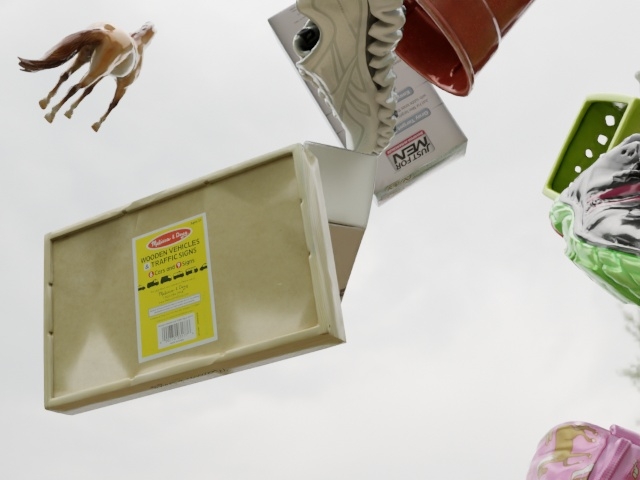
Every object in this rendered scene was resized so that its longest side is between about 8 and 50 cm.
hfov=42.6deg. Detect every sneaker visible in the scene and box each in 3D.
[{"bbox_3d":[0.393,-0.031,0.939,0.185,0.483,0.202,30,-74,-8],"label":"sneaker"},{"bbox_3d":[0.030,-0.201,0.944,0.118,0.110,0.292,-9,-34,-3],"label":"sneaker"}]

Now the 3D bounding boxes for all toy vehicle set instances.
[{"bbox_3d":[-0.117,0.036,0.686,0.267,0.165,0.035,-17,-26,20],"label":"toy vehicle set"}]

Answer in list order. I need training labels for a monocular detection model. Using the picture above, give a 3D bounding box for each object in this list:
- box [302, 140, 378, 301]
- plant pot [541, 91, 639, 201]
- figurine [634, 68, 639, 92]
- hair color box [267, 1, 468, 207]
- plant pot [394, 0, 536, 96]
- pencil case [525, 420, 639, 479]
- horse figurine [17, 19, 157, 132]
[{"bbox_3d":[0.000,0.000,1.049,0.094,0.113,0.275,12,-28,-2],"label":"box"},{"bbox_3d":[0.587,-0.136,1.556,0.207,0.227,0.228,22,-81,-9],"label":"plant pot"},{"bbox_3d":[0.723,-0.245,1.623,0.092,0.215,0.209,-45,-29,-3],"label":"figurine"},{"bbox_3d":[0.082,-0.268,1.445,0.185,0.374,0.113,-30,-12,1],"label":"hair color box"},{"bbox_3d":[0.195,-0.381,1.087,0.265,0.272,0.272,-45,-47,-1],"label":"plant pot"},{"bbox_3d":[0.221,0.351,0.786,0.160,0.386,0.167,51,-40,-11],"label":"pencil case"},{"bbox_3d":[-0.290,-0.228,1.075,0.066,0.263,0.174,39,-85,3],"label":"horse figurine"}]
